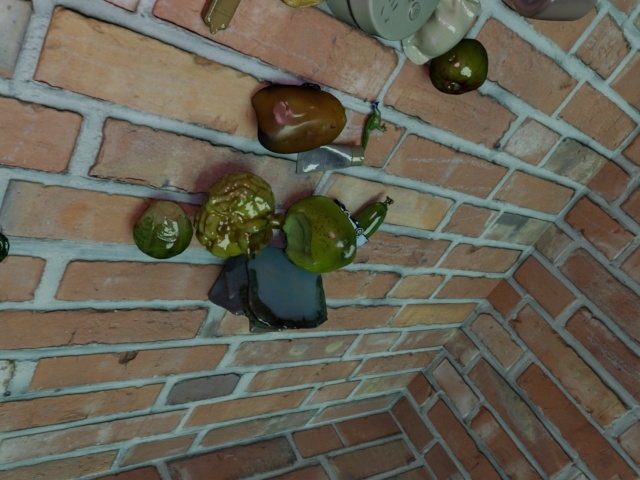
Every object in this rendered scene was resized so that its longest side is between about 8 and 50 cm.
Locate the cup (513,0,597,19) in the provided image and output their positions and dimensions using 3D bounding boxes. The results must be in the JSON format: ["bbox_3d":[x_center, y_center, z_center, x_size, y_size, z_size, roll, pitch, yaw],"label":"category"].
[{"bbox_3d":[0.717,-0.808,1.624,0.200,0.191,0.253,-12,108,-26],"label":"cup"}]

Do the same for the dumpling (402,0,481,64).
[{"bbox_3d":[0.331,-0.635,1.549,0.179,0.131,0.252,23,138,-29],"label":"dumpling"}]

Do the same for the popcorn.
[{"bbox_3d":[-0.246,-0.073,1.577,0.270,0.224,0.258,-12,104,0],"label":"popcorn"}]

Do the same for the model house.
[{"bbox_3d":[-0.221,0.210,1.931,0.360,0.297,0.339,7,157,-45],"label":"model house"}]

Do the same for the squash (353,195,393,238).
[{"bbox_3d":[0.139,-0.031,2.069,0.379,0.101,0.101,-45,144,10],"label":"squash"}]

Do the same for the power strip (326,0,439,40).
[{"bbox_3d":[0.168,-0.668,1.246,0.357,0.161,0.357,-36,146,-30],"label":"power strip"}]

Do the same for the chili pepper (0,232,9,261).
[{"bbox_3d":[-0.830,0.019,1.368,0.055,0.035,0.118,-26,151,-43],"label":"chili pepper"}]

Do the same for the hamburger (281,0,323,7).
[{"bbox_3d":[-0.041,-0.630,1.256,0.147,0.083,0.138,-17,144,-23],"label":"hamburger"}]

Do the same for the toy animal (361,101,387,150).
[{"bbox_3d":[0.178,-0.362,1.770,0.075,0.041,0.217,1,135,-16],"label":"toy animal"}]

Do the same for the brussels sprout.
[{"bbox_3d":[-0.452,-0.029,1.545,0.161,0.144,0.181,32,125,-17],"label":"brussels sprout"}]

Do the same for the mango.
[{"bbox_3d":[-0.056,-0.342,1.509,0.287,0.153,0.201,-14,147,-26],"label":"mango"}]

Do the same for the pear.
[{"bbox_3d":[0.000,0.000,1.780,0.159,0.292,0.292,-18,141,-35],"label":"pear"}]

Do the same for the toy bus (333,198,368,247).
[{"bbox_3d":[0.086,-0.050,1.950,0.106,0.090,0.185,-38,115,4],"label":"toy bus"}]

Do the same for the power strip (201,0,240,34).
[{"bbox_3d":[-0.184,-0.610,1.193,0.064,0.044,0.305,8,127,-44],"label":"power strip"}]

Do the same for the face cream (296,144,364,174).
[{"bbox_3d":[0.030,-0.274,1.747,0.224,0.070,0.114,-7,136,-17],"label":"face cream"}]

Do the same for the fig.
[{"bbox_3d":[0.443,-0.553,1.673,0.191,0.181,0.181,-57,151,-22],"label":"fig"}]
